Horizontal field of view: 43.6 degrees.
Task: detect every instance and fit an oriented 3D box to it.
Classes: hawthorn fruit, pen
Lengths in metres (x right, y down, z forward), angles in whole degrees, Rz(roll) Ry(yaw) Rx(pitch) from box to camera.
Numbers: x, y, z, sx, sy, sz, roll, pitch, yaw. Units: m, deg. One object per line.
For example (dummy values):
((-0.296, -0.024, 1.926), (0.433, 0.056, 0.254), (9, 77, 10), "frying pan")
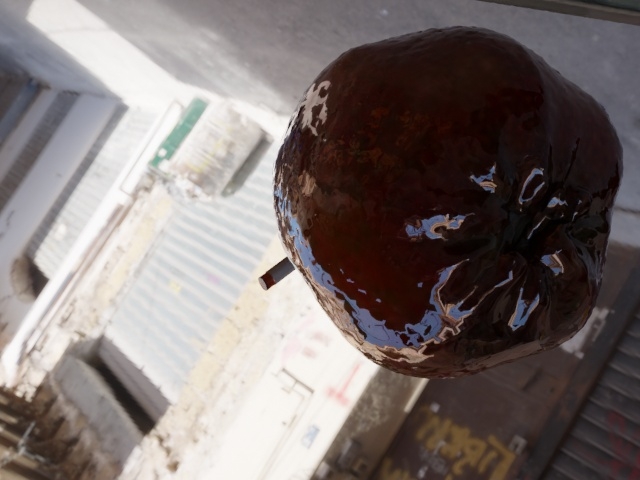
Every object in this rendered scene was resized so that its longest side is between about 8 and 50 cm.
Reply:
((0.080, -0.037, 0.625), (0.254, 0.254, 0.300), (34, 179, -21), "hawthorn fruit")
((0.000, 0.000, 1.243), (0.028, 0.239, 0.028), (42, 155, 24), "pen")

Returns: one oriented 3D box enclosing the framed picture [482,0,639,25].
((0.214, -0.142, 0.315), (0.209, 0.019, 0.281), (-7, 178, -38), "framed picture")
